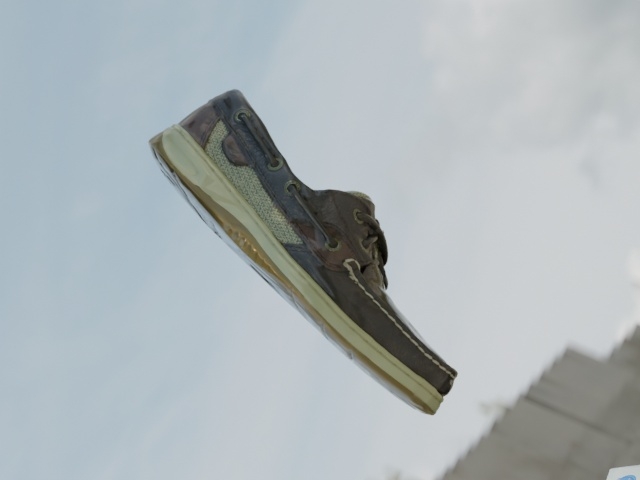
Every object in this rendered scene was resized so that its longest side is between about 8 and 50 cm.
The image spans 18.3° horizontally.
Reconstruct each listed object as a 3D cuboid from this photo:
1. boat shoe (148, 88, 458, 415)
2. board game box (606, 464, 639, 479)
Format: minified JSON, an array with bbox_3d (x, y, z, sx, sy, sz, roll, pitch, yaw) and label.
[{"bbox_3d":[0.000,0.000,1.087,0.073,0.223,0.080,-45,-20,-5],"label":"boat shoe"},{"bbox_3d":[0.213,0.295,1.203,0.336,0.079,0.254,-67,16,-19],"label":"board game box"}]
